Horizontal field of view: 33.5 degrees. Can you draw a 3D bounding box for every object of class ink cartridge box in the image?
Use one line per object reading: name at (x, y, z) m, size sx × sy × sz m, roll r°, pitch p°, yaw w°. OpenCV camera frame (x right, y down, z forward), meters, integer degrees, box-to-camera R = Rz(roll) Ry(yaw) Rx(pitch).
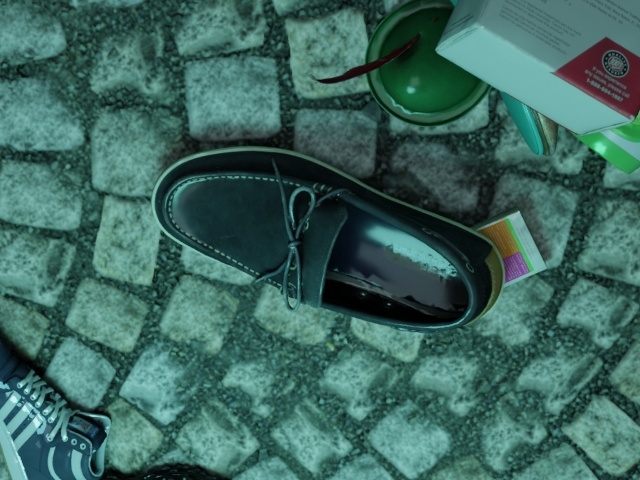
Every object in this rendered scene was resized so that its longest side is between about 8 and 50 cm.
ink cartridge box at (0.305, -0.311, 1.255) m, size 0.226 × 0.131 × 0.306 m, roll 28°, pitch 77°, yaw -13°

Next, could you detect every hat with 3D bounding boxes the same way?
hat at (0.130, -0.213, 1.351) m, size 0.208 × 0.183 × 0.173 m, roll -36°, pitch 98°, yaw 13°

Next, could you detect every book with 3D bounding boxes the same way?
book at (0.229, 0.026, 1.479) m, size 0.144 × 0.035 × 0.096 m, roll -24°, pitch 101°, yaw 13°

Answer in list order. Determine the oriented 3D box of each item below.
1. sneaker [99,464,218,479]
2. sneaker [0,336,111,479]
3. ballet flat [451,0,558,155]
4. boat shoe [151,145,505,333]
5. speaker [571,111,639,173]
sneaker at (-0.259, 0.411, 1.606) m, size 0.272 × 0.100 × 0.108 m, roll -6°, pitch 117°, yaw 11°
sneaker at (-0.408, 0.246, 1.569) m, size 0.153 × 0.099 × 0.282 m, roll -11°, pitch 109°, yaw 14°
ballet flat at (0.250, -0.261, 1.343) m, size 0.106 × 0.107 × 0.316 m, roll -30°, pitch 100°, yaw 0°
boat shoe at (0.000, 0.000, 1.425) m, size 0.500 × 0.156 × 0.186 m, roll 19°, pitch 108°, yaw 9°
speaker at (0.442, -0.233, 1.342) m, size 0.131 × 0.131 × 0.296 m, roll 36°, pitch 105°, yaw -3°
